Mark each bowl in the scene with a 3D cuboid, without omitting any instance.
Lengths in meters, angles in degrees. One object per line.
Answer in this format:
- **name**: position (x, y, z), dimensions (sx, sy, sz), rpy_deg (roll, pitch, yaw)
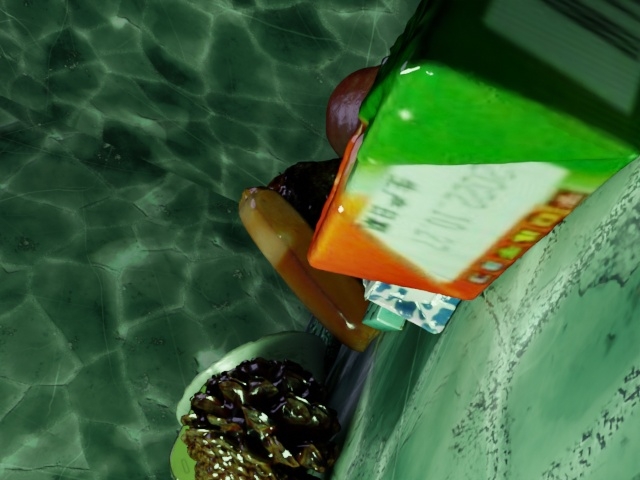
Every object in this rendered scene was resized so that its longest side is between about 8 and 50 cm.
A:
- **bowl**: position (-0.099, 0.319, 1.643), dimensions (0.146, 0.313, 0.313), rpy_deg (59, 143, 30)

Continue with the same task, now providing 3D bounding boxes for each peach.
- **peach**: position (0.138, -0.249, 1.735), dimensions (0.256, 0.232, 0.232), rpy_deg (-64, 1, -10)

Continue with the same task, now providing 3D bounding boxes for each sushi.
- **sushi**: position (0.000, 0.000, 1.515), dimensions (0.343, 0.182, 0.196), rpy_deg (67, -169, -56)

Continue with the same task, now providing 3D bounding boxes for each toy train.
- **toy train**: position (0.007, 0.217, 1.872), dimensions (0.099, 0.070, 0.172), rpy_deg (-51, 11, 42)

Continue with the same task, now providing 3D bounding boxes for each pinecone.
- **pinecone**: position (-0.073, 0.251, 1.173), dimensions (0.221, 0.221, 0.221), rpy_deg (-156, 90, -89)

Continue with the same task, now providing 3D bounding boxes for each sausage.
- **sausage**: position (-0.017, 0.038, 1.319), dimensions (0.083, 0.300, 0.089), rpy_deg (-34, -13, -22)

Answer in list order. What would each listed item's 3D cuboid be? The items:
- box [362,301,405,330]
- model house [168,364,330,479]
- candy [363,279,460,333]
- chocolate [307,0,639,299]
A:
- **box**: position (0.124, 0.011, 1.187), dimensions (0.162, 0.041, 0.229), rpy_deg (120, 174, -83)
- **model house**: position (-0.092, 0.291, 1.379), dimensions (0.205, 0.218, 0.278), rpy_deg (-68, 6, -32)
- **candy**: position (0.103, 0.011, 0.901), dimensions (0.160, 0.092, 0.073), rpy_deg (-70, 6, -57)
- **chocolate**: position (0.144, -0.156, 0.694), dimensions (0.341, 0.161, 0.360), rpy_deg (116, 179, -67)
